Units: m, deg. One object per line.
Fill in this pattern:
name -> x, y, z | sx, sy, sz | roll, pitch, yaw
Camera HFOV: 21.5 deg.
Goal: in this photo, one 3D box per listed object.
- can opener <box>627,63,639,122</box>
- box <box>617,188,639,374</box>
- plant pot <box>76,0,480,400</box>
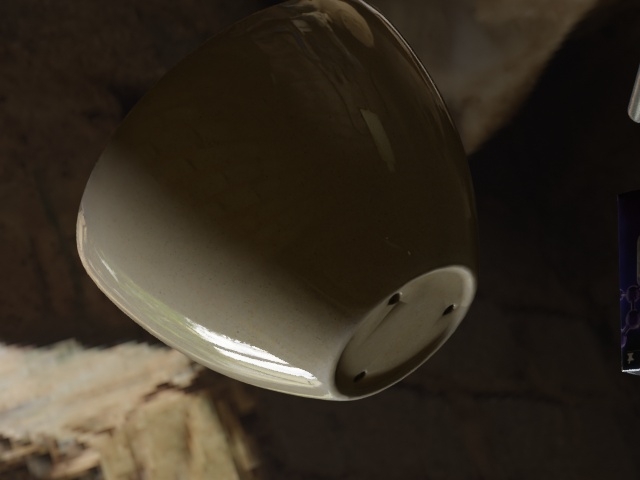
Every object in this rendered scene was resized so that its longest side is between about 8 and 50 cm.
can opener -> 0.403, -0.206, 1.841 | 0.095, 0.076, 0.283 | -39, 162, -13
box -> 0.413, 0.027, 1.582 | 0.103, 0.184, 0.261 | 11, 162, -43
plant pot -> 0.000, 0.000, 1.176 | 0.284, 0.191, 0.284 | -30, 150, -20
